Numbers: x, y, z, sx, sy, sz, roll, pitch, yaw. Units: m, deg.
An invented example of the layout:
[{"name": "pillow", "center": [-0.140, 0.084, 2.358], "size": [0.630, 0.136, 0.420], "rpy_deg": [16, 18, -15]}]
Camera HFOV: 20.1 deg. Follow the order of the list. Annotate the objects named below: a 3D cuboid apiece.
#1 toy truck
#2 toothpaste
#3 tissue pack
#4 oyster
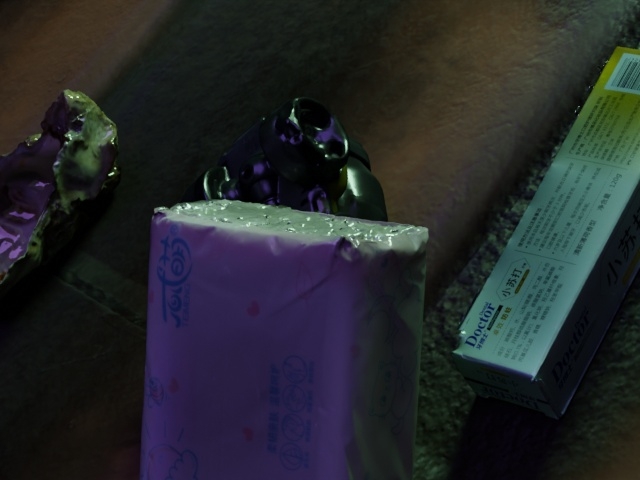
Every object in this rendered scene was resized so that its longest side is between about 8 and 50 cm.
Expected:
[{"name": "toy truck", "center": [0.000, 0.000, 1.492], "size": [0.147, 0.165, 0.224], "rpy_deg": [-39, 54, 31]}, {"name": "toothpaste", "center": [0.212, -0.013, 1.422], "size": [0.089, 0.071, 0.312], "rpy_deg": [15, 63, 36]}, {"name": "tissue pack", "center": [-0.032, 0.113, 1.335], "size": [0.201, 0.124, 0.271], "rpy_deg": [8, 100, 31]}, {"name": "oyster", "center": [-0.271, -0.033, 1.721], "size": [0.232, 0.107, 0.161], "rpy_deg": [-54, 50, 8]}]
